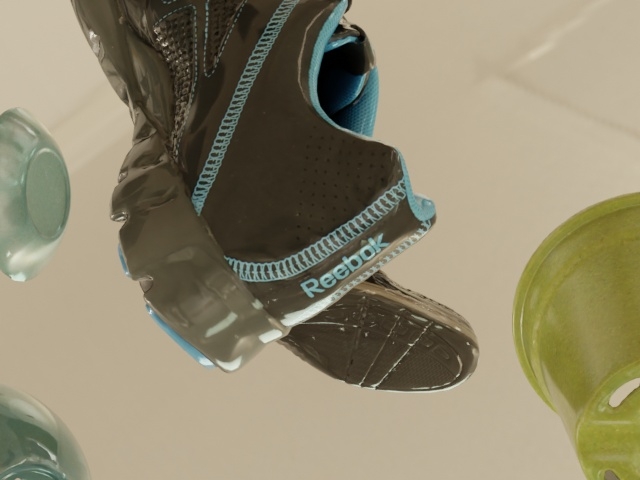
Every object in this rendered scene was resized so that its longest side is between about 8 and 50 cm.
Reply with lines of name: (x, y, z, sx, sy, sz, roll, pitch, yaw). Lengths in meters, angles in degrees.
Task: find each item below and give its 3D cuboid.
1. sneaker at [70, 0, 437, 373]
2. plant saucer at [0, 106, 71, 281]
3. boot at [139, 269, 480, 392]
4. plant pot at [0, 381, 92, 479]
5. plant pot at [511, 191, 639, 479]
sneaker: (-0.037, -0.088, 1.006, 0.139, 0.125, 0.341, -28, -131, 12)
plant saucer: (-0.318, -0.052, 2.220, 0.037, 0.195, 0.195, -2, -142, 20)
boot: (0.000, 0.000, 2.185, 0.284, 0.377, 0.138, -84, -166, -48)
plant pot: (-0.384, 0.317, 2.369, 0.290, 0.290, 0.195, -46, -156, -21)
plant pot: (0.321, 0.128, 1.859, 0.276, 0.276, 0.254, -27, -160, 14)
